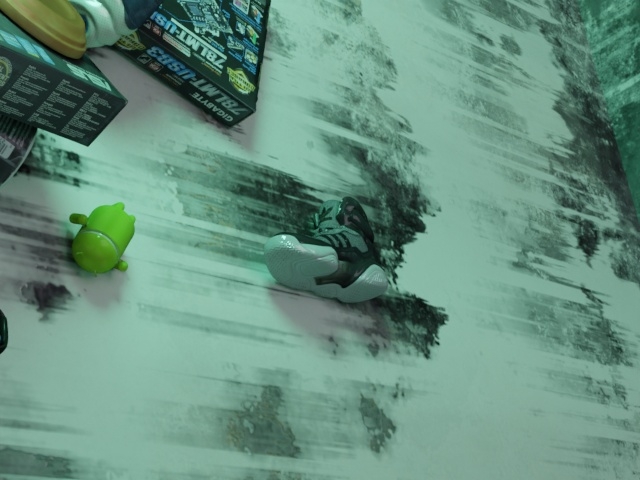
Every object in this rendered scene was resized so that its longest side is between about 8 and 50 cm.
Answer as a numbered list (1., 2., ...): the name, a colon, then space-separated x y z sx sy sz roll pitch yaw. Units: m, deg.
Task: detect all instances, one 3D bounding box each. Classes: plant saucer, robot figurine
1. plant saucer: -0.367 -0.308 1.746 0.200 0.037 0.200 43 9 -9
2. robot figurine: -0.295 -0.002 1.897 0.101 0.067 0.115 53 37 -24

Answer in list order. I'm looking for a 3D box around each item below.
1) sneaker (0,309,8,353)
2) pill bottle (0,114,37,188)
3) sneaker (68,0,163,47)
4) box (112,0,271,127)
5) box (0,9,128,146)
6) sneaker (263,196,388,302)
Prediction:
1. sneaker: -0.429 0.152 1.595 0.079 0.121 0.217 41 41 -23
2. pill bottle: -0.485 -0.169 1.733 0.245 0.130 0.130 37 43 -28
3. sneaker: -0.365 -0.403 2.031 0.323 0.236 0.130 36 -17 28
4. box: -0.213 -0.372 2.229 0.295 0.073 0.293 32 47 -33
5. box: -0.449 -0.282 1.695 0.318 0.097 0.395 49 12 22
6. sneaker: 0.000 0.000 2.217 0.268 0.101 0.153 22 50 -47
